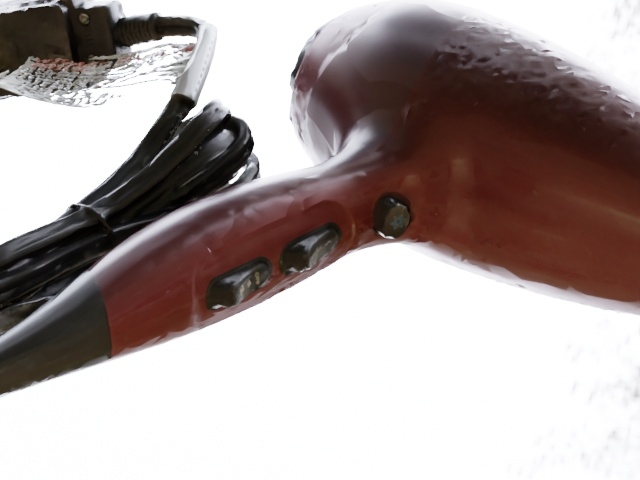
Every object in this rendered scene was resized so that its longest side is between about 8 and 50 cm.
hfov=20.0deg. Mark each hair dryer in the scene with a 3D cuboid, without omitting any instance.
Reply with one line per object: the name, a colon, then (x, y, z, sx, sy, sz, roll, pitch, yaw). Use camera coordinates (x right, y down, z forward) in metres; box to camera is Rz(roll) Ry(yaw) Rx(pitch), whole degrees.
hair dryer: (0.000, 0.000, 0.548, 0.293, 0.224, 0.080, 0, -52, 11)
